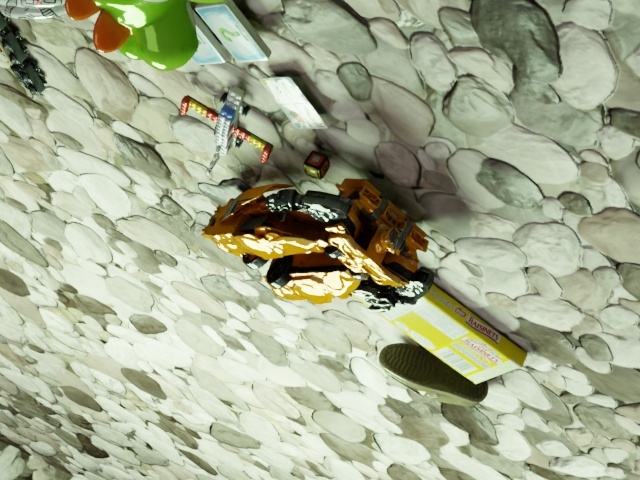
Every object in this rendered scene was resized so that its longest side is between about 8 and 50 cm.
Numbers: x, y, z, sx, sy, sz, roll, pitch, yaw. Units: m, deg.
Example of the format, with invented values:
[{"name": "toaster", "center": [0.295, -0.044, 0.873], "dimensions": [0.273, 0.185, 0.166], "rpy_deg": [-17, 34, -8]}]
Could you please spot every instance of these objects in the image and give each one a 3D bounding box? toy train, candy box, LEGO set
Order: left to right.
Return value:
[{"name": "toy train", "center": [-0.364, -0.231, 1.495], "dimensions": [0.036, 0.027, 0.158], "rpy_deg": [26, 155, 32]}, {"name": "LEGO set", "center": [-0.095, -0.144, 1.346], "dimensions": [0.182, 0.060, 0.244], "rpy_deg": [5, 144, 46]}, {"name": "candy box", "center": [0.141, 0.099, 1.552], "dimensions": [0.206, 0.027, 0.105], "rpy_deg": [36, 148, -12]}]

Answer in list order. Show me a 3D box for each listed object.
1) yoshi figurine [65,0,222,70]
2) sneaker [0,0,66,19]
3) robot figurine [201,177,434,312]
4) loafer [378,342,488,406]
[{"name": "yoshi figurine", "center": [-0.131, -0.317, 1.024], "dimensions": [0.203, 0.204, 0.362], "rpy_deg": [-11, 132, -6]}, {"name": "sneaker", "center": [-0.366, -0.307, 1.299], "dimensions": [0.270, 0.090, 0.145], "rpy_deg": [19, 148, 16]}, {"name": "robot figurine", "center": [0.000, 0.000, 1.451], "dimensions": [0.211, 0.085, 0.291], "rpy_deg": [40, 153, -28]}, {"name": "loafer", "center": [0.142, 0.181, 1.656], "dimensions": [0.148, 0.056, 0.050], "rpy_deg": [24, 146, 12]}]
